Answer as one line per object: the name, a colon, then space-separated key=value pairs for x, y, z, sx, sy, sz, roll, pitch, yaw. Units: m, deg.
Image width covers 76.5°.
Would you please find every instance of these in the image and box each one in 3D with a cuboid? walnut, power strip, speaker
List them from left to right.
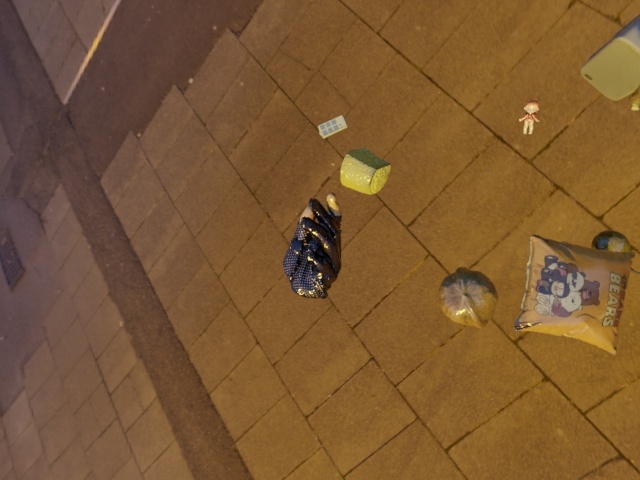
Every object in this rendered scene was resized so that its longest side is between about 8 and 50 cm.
power strip: x=0.037 y=-0.340 z=1.215 sx=0.090 sy=0.016 sz=0.040 roll=-23 pitch=87 yaw=9
walnut: x=0.610 y=0.236 z=1.672 sx=0.227 sy=0.283 sz=0.283 roll=-21 pitch=76 yaw=24
speaker: x=1.016 y=-0.607 z=1.296 sx=0.183 sy=0.406 sz=0.184 roll=46 pitch=107 yaw=7

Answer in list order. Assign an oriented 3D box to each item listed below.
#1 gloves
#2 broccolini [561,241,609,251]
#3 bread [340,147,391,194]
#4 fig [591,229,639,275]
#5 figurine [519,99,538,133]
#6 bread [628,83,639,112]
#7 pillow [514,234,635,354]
gloves: x=0.002 y=0.002 z=0.727 sx=0.106 sy=0.129 sz=0.181 roll=26 pitch=116 yaw=-5
broccolini: x=0.999 y=0.039 z=1.529 sx=0.054 sy=0.052 sz=0.194 roll=-61 pitch=22 yaw=-2
bread: x=0.120 y=-0.190 z=1.135 sx=0.114 sy=0.129 sz=0.111 roll=30 pitch=130 yaw=27
fig: x=1.118 y=0.064 z=1.499 sx=0.124 sy=0.124 sz=0.236 roll=-45 pitch=51 yaw=21
figurine: x=0.703 y=-0.414 z=1.364 sx=0.064 sy=0.047 sz=0.109 roll=10 pitch=117 yaw=27
bread: x=0.896 y=-0.251 z=0.822 sx=0.395 sy=0.239 sz=0.264 roll=26 pitch=128 yaw=-10
pillow: x=0.759 y=0.154 z=1.215 sx=0.312 sy=0.119 sz=0.310 roll=13 pitch=83 yaw=3
